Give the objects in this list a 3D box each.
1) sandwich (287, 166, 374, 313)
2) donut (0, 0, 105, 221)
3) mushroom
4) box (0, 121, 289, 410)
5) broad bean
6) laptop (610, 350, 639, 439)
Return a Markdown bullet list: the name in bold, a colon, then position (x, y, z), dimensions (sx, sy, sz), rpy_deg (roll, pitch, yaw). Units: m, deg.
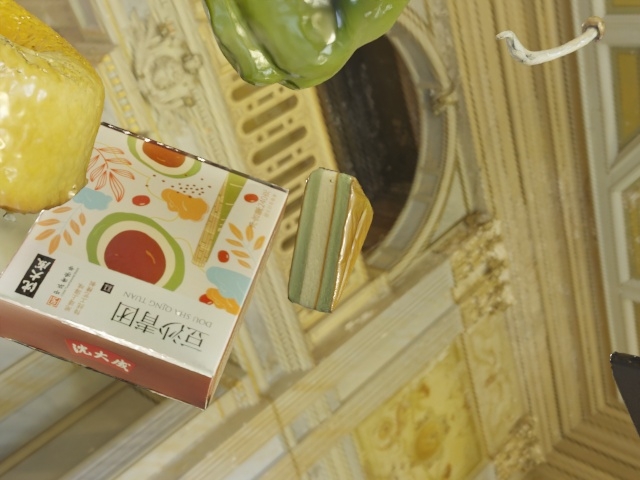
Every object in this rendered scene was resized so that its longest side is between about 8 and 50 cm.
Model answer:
- **sandwich**: position (0.000, 0.000, 1.102), dimensions (0.079, 0.163, 0.113), rpy_deg (16, -20, 25)
- **donut**: position (-0.272, -0.132, 0.588), dimensions (0.277, 0.108, 0.277), rpy_deg (34, 8, -6)
- **mushroom**: position (0.340, -0.297, 1.235), dimensions (0.043, 0.306, 0.068), rpy_deg (25, -57, 41)
- **box**: position (-0.271, 0.027, 1.315), dimensions (0.344, 0.385, 0.122), rpy_deg (20, -38, 0)
- **broad bean**: position (-0.006, -0.276, 0.718), dimensions (0.119, 0.238, 0.291), rpy_deg (27, -73, 58)
- **laptop**: position (0.299, 0.134, 0.539), dimensions (0.197, 0.016, 0.135), rpy_deg (10, -37, 43)
